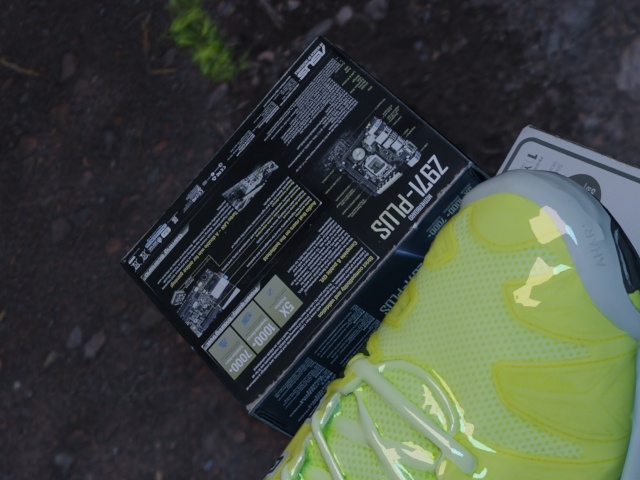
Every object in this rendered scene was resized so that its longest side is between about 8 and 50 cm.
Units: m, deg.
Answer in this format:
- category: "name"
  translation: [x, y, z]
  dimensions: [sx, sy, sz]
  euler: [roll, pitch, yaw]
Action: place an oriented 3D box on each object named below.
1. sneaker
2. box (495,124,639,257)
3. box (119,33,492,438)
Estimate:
- category: "sneaker"
  translation: [0.022, 0.145, 0.752]
  dimensions: [0.145, 0.147, 0.385]
  euler: [40, 115, 36]
- category: "box"
  translation: [0.184, 0.075, 0.800]
  dimensions: [0.290, 0.087, 0.169]
  euler: [24, 82, 39]
- category: "box"
  translation: [0.000, 0.000, 0.963]
  dimensions: [0.180, 0.077, 0.147]
  euler: [-49, 50, 3]
